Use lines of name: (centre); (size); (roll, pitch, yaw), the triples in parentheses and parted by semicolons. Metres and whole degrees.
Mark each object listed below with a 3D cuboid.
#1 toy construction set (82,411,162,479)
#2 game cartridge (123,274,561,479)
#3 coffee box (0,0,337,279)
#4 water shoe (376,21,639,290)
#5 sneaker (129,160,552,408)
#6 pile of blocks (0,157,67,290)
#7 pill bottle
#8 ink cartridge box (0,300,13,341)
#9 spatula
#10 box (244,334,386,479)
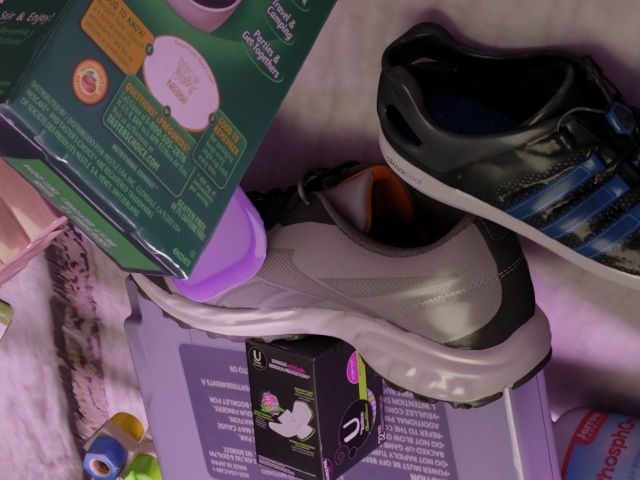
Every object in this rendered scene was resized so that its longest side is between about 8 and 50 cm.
toy construction set: (-0.026, 0.214, 1.256); (0.327, 0.151, 0.215); (22, 132, -11)
game cartridge: (0.013, 0.117, 1.031); (0.297, 0.062, 0.198); (5, 119, 38)
coffee box: (-0.052, -0.090, 0.631); (0.040, 0.184, 0.113); (7, 152, 40)
water shoe: (0.115, -0.034, 0.722); (0.203, 0.073, 0.080); (16, 152, 17)
sneaker: (0.000, 0.000, 0.896); (0.271, 0.100, 0.108); (12, 126, 36)
pile of blocks: (-0.290, -0.091, 0.976); (0.362, 0.149, 0.112); (30, -165, 8)
pill bottle: (0.184, 0.148, 1.007); (0.160, 0.087, 0.087); (11, 152, 28)
ink cartridge box: (-0.379, 0.127, 1.282); (0.188, 0.255, 0.097); (30, 155, -12)
spatula: (-0.136, -0.087, 0.842); (0.296, 0.030, 0.084); (46, 137, -17)
box: (-0.002, 0.084, 0.946); (0.052, 0.062, 0.083); (15, 122, 35)
